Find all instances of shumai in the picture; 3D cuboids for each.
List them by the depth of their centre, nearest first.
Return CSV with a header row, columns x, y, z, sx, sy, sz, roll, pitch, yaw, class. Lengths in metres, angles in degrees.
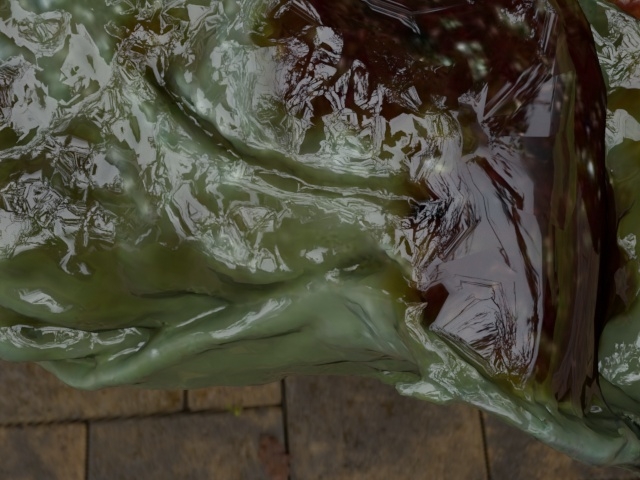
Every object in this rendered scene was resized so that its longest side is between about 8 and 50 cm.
x,y,z,sx,sy,sz,roll,pitch,yaw,class
0.000,0.000,0.526,0.330,0.292,0.288,-11,58,-35,shumai

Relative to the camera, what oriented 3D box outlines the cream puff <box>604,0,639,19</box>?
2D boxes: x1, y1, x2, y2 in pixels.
x,y,z,sx,sy,sz,roll,pitch,yaw,class
0.202,-0.108,0.616,0.240,0.164,0.240,-3,84,33,cream puff
